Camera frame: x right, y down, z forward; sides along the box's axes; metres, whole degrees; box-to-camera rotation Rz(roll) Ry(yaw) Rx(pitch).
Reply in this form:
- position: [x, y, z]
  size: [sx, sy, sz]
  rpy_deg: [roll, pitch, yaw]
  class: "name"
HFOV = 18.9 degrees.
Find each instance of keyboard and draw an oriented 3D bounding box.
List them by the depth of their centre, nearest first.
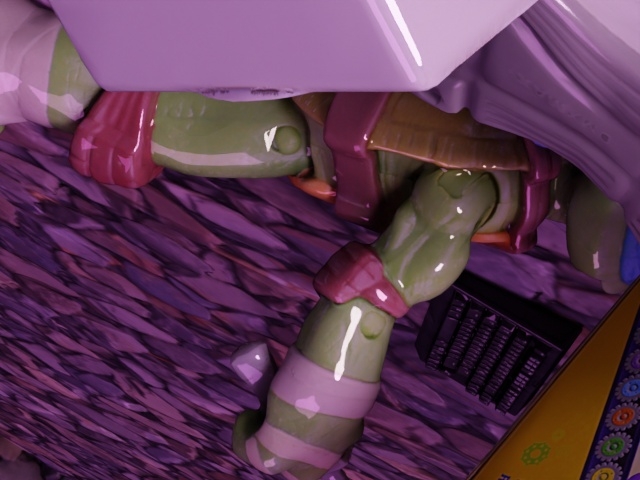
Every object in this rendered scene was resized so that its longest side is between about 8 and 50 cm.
- position: [0.106, 0.068, 1.076]
  size: [0.108, 0.023, 0.180]
  rpy_deg: [25, 165, 5]
  class: "keyboard"

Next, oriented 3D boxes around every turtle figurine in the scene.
- position: [0.000, 0.000, 0.711]
  size: [0.266, 0.198, 0.275]
  rpy_deg: [26, 161, 18]
  class: "turtle figurine"

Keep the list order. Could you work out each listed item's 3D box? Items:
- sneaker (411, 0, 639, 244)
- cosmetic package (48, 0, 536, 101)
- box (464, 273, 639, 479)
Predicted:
- position: [0.089, -0.076, 0.480]
  size: [0.297, 0.129, 0.111]
  rpy_deg: [45, 160, 9]
  class: "sneaker"
- position: [-0.038, -0.144, 0.356]
  size: [0.117, 0.085, 0.231]
  rpy_deg: [8, 133, 52]
  class: "cosmetic package"
- position: [0.205, 0.177, 0.520]
  size: [0.279, 0.177, 0.290]
  rpy_deg: [14, 143, 49]
  class: "box"
